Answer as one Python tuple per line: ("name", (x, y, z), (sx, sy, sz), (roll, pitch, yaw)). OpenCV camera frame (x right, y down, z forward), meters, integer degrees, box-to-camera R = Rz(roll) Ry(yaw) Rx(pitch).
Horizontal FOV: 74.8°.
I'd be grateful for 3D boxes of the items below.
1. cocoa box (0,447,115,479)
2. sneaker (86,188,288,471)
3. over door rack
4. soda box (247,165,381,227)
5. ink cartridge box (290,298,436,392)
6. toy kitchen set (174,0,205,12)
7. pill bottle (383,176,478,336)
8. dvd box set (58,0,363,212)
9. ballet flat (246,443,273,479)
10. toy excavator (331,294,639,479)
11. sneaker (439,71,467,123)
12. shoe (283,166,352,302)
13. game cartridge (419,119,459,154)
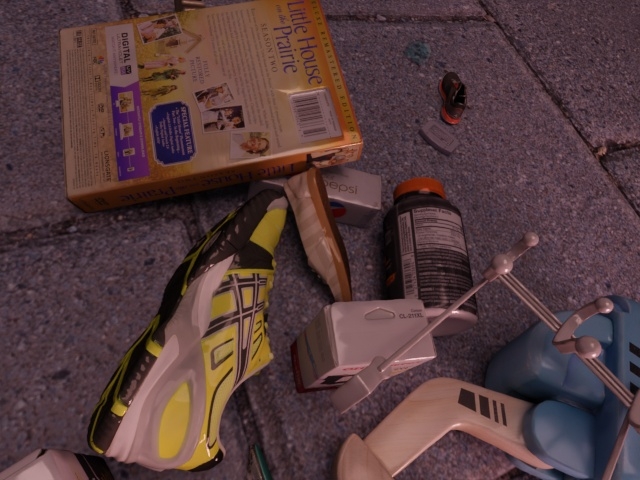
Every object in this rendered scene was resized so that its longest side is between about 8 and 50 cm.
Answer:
("cocoa box", (-0.207, 0.373, 0.297), (0.232, 0.228, 0.347), (-30, 75, -29))
("sneaker", (-0.128, 0.096, 0.550), (0.147, 0.145, 0.384), (37, 58, -21))
("over door rack", (0.213, 0.144, 0.414), (0.324, 0.108, 0.239), (-30, 69, -28))
("soda box", (-0.010, -0.088, 0.708), (0.217, 0.069, 0.073), (13, 60, -12))
("ink cartridge box", (0.044, 0.140, 0.538), (0.128, 0.175, 0.072), (0, 63, -18))
("toy kitchen set", (-0.187, -0.403, 0.816), (0.166, 0.122, 0.206), (-6, 85, -22))
("pill bottle", (0.168, 0.019, 0.672), (0.131, 0.130, 0.245), (9, 60, -13))
("dvd box set", (-0.175, -0.228, 0.655), (0.422, 0.062, 0.307), (-13, 72, -6))
("ballet flat", (-0.066, 0.303, 0.495), (0.041, 0.041, 0.114), (-25, 72, -28))
("toy excavator", (0.285, 0.236, 0.575), (0.446, 0.222, 0.432), (21, 58, 10))
("sneaker", (0.313, -0.338, 0.951), (0.061, 0.065, 0.157), (13, 60, -11))
("shoe", (0.000, 0.000, 0.643), (0.059, 0.076, 0.218), (-16, 95, 11))
("game cartridge", (0.254, -0.220, 0.898), (0.083, 0.017, 0.056), (42, 55, 7))
